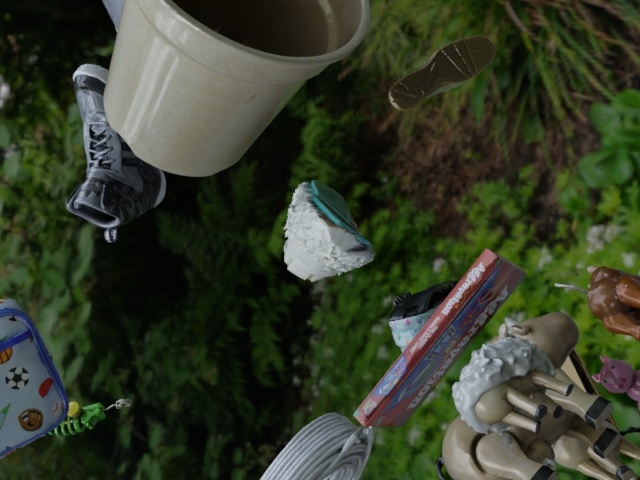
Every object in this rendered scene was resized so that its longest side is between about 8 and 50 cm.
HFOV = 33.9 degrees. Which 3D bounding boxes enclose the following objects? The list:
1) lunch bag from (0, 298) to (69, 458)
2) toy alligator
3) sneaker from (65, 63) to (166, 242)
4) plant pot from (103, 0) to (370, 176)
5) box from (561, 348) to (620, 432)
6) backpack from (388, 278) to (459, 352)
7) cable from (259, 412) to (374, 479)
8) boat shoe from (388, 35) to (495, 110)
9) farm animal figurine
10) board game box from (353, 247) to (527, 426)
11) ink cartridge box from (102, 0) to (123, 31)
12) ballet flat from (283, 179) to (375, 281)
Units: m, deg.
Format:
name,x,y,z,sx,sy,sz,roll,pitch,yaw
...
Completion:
name,x,y,z,sx,sy,sz,roll,pitch,yaw
lunch bag,-0.566,0.234,1.632,0.115,0.303,0.243,30,142,63
toy alligator,-0.432,0.325,1.903,0.056,0.189,0.051,64,-159,-54
sneaker,-0.328,-0.124,1.595,0.153,0.101,0.269,-59,-36,-42
plant pot,-0.149,-0.261,1.423,0.305,0.333,0.334,127,151,-45
box,0.364,0.222,1.631,0.164,0.021,0.201,59,163,-11
backpack,0.211,0.159,2.099,0.152,0.115,0.182,-24,4,25
cable,-0.020,0.425,1.867,0.089,0.257,0.257,42,154,25
boat shoe,0.160,-0.223,1.397,0.153,0.056,0.048,-33,5,10
farm animal figurine,0.249,0.176,1.149,0.172,0.326,0.330,29,139,39
board game box,0.164,0.137,1.412,0.281,0.027,0.145,-53,-25,8
ink cartridge box,-0.271,-0.525,1.660,0.307,0.072,0.304,-24,95,37
ballet flat,0.000,0.000,1.700,0.409,0.147,0.147,-102,25,-80
